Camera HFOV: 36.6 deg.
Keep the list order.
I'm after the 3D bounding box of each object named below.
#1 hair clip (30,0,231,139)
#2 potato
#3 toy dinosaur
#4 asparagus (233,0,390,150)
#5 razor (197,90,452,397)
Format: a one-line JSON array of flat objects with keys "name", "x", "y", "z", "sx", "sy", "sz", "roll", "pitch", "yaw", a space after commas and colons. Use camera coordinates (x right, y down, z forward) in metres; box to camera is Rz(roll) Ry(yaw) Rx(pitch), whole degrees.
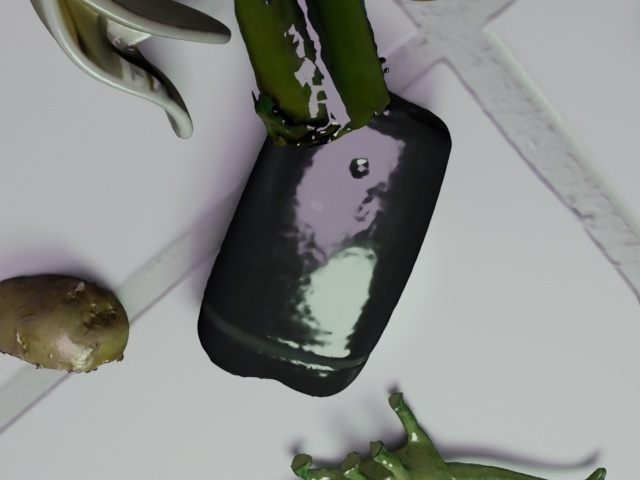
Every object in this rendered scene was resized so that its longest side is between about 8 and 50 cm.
[{"name": "hair clip", "x": -0.196, "y": -0.207, "z": 0.861, "sx": 0.282, "sy": 0.172, "sz": 0.113, "roll": 34, "pitch": 101, "yaw": -36}, {"name": "potato", "x": -0.287, "y": 0.076, "z": 1.031, "sx": 0.172, "sy": 0.100, "sz": 0.089, "roll": 11, "pitch": 111, "yaw": -11}, {"name": "toy dinosaur", "x": 0.122, "y": 0.336, "z": 1.253, "sx": 0.447, "sy": 0.087, "sz": 0.301, "roll": -33, "pitch": 125, "yaw": 11}, {"name": "asparagus", "x": -0.036, "y": -0.272, "z": 0.836, "sx": 0.129, "sy": 0.108, "sz": 0.381, "roll": -18, "pitch": 106, "yaw": -8}, {"name": "razor", "x": 0.000, "y": 0.001, "z": 1.023, "sx": 0.205, "sy": 0.113, "sz": 0.348, "roll": 15, "pitch": 115, "yaw": -13}]
